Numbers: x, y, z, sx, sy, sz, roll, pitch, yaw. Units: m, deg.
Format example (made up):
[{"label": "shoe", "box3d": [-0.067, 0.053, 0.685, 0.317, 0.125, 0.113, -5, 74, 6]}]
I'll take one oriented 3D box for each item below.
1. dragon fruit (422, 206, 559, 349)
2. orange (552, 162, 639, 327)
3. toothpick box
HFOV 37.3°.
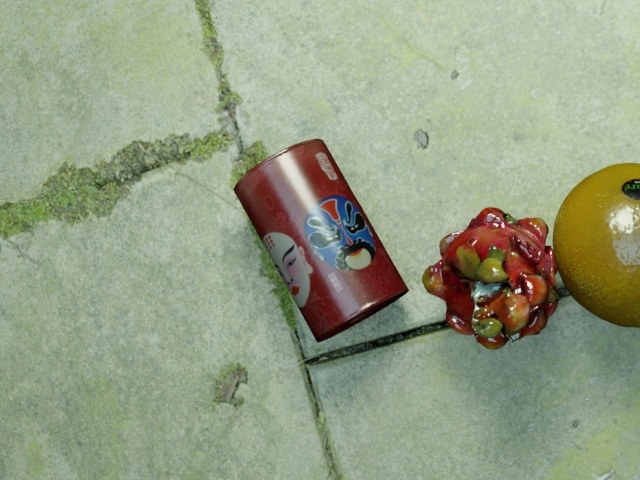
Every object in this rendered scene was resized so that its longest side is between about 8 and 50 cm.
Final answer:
[{"label": "dragon fruit", "box3d": [0.312, 0.068, 1.632, 0.307, 0.243, 0.228, -144, 57, -61]}, {"label": "orange", "box3d": [0.516, 0.008, 1.567, 0.274, 0.274, 0.274, 1, 92, 21]}, {"label": "toothpick box", "box3d": [0.000, 0.000, 1.796, 0.204, 0.204, 0.333, -34, 80, 19]}]
